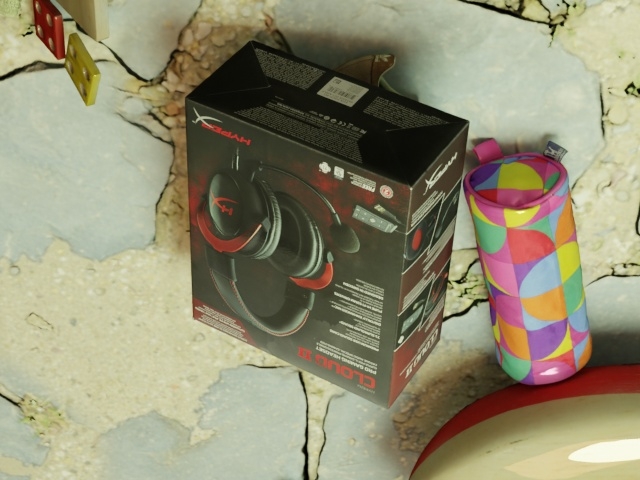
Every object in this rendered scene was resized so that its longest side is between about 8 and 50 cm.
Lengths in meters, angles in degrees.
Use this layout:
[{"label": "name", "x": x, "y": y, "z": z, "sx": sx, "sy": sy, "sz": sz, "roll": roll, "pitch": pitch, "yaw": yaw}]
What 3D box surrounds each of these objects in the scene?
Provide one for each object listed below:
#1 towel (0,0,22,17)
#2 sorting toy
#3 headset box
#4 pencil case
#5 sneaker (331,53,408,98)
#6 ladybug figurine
[{"label": "towel", "x": -0.300, "y": -0.261, "z": 1.148, "sx": 0.110, "sy": 0.027, "sz": 0.148, "roll": 12, "pitch": 128, "yaw": 9}, {"label": "sorting toy", "x": -0.194, "y": -0.244, "z": 1.110, "sx": 0.046, "sy": 0.132, "sz": 0.274, "roll": -21, "pitch": 136, "yaw": -27}, {"label": "headset box", "x": 0.000, "y": 0.000, "z": 1.215, "sx": 0.218, "sy": 0.110, "sz": 0.293, "roll": 24, "pitch": 136, "yaw": 21}, {"label": "pencil case", "x": 0.196, "y": 0.024, "z": 1.286, "sx": 0.104, "sy": 0.104, "sz": 0.236, "roll": -7, "pitch": 125, "yaw": 10}, {"label": "sneaker", "x": 0.073, "y": -0.083, "z": 1.234, "sx": 0.071, "sy": 0.066, "sz": 0.188, "roll": -23, "pitch": 122, "yaw": 19}, {"label": "ladybug figurine", "x": 0.291, "y": 0.235, "z": 1.378, "sx": 0.449, "sy": 0.162, "sz": 0.305, "roll": -4, "pitch": 136, "yaw": 4}]
